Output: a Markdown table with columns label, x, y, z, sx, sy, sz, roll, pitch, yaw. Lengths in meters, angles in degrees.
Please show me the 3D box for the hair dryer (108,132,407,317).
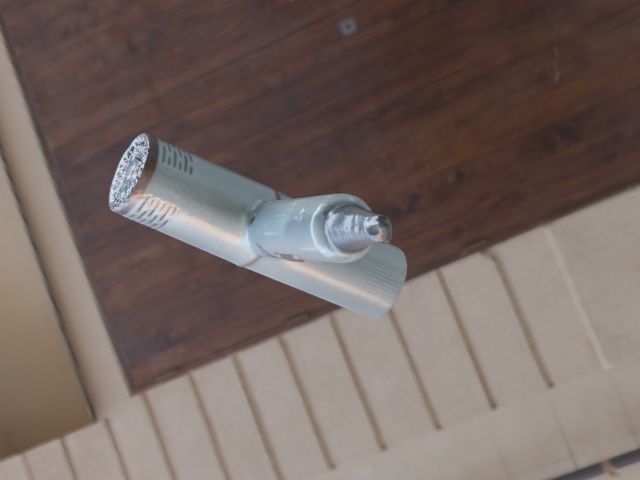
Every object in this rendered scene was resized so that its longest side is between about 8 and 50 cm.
| label | x | y | z | sx | sy | sz | roll | pitch | yaw |
| --- | --- | --- | --- | --- | --- | --- | --- | --- | --- |
| hair dryer | 0.007 | 0.003 | 0.418 | 0.154 | 0.044 | 0.183 | 22 | 175 | -30 |
